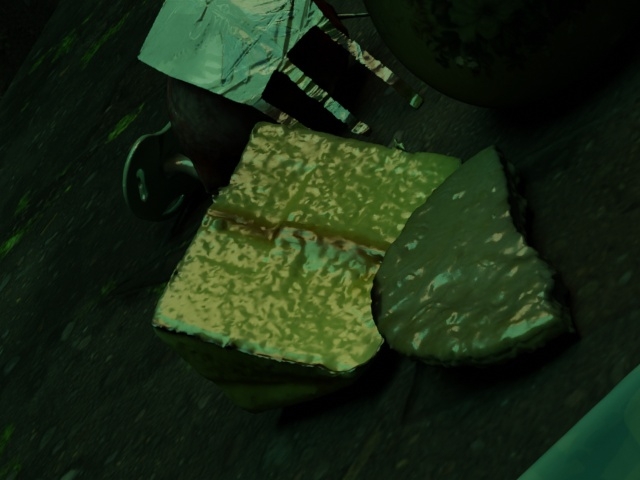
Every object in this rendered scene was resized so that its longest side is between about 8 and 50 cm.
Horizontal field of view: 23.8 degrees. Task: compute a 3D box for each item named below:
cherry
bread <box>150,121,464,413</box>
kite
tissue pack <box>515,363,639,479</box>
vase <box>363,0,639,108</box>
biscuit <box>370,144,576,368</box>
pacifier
[{"bbox_3d":[-0.071,-0.167,1.581,0.192,0.175,0.249,22,89,31],"label":"cherry"},{"bbox_3d":[0.000,0.000,1.187,0.178,0.135,0.240,-23,32,49],"label":"bread"},{"bbox_3d":[-0.035,-0.187,1.463,0.310,0.015,0.169,33,89,27],"label":"kite"},{"bbox_3d":[0.182,0.116,0.684,0.263,0.089,0.177,-47,23,12],"label":"tissue pack"},{"bbox_3d":[0.137,-0.284,1.150,0.329,0.302,0.241,-38,23,28],"label":"vase"},{"bbox_3d":[0.095,0.022,1.059,0.133,0.032,0.250,-31,27,12],"label":"biscuit"},{"bbox_3d":[-0.154,-0.074,1.719,0.117,0.126,0.150,18,33,29],"label":"pacifier"}]
